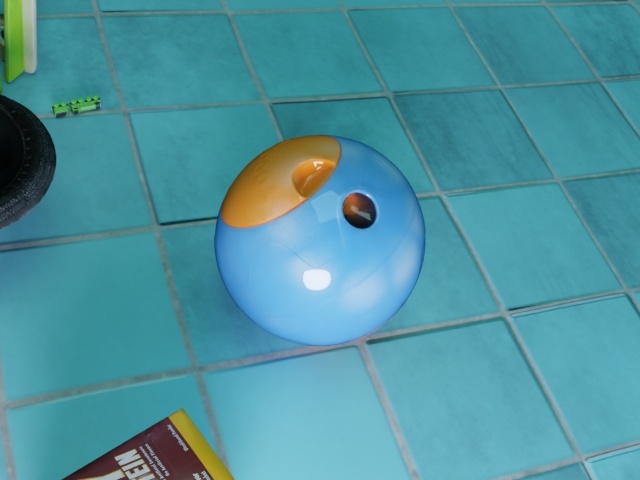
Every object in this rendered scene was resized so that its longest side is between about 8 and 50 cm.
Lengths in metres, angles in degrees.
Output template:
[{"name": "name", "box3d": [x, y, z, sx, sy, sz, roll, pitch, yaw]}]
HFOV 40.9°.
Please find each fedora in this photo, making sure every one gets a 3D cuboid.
[{"name": "fedora", "box3d": [-0.513, -0.071, 1.157, 0.333, 0.153, 0.334, 8, 42, -7]}]

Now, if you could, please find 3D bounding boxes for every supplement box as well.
[{"name": "supplement box", "box3d": [-0.202, 0.317, 0.921, 0.194, 0.191, 0.129, -28, 64, -32]}]

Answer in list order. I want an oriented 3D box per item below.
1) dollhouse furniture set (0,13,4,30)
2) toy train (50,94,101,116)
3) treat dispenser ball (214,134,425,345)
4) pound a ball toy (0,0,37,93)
[{"name": "dollhouse furniture set", "box3d": [-0.591, -0.417, 1.478, 0.181, 0.101, 0.161, -2, 29, -18]}, {"name": "toy train", "box3d": [-0.399, -0.219, 1.404, 0.083, 0.017, 0.024, -17, 69, -27]}, {"name": "treat dispenser ball", "box3d": [0.000, 0.000, 1.172, 0.288, 0.288, 0.288, 8, 51, -10]}, {"name": "pound a ball toy", "box3d": [-0.533, -0.337, 1.259, 0.135, 0.319, 0.208, 25, 50, 4]}]
